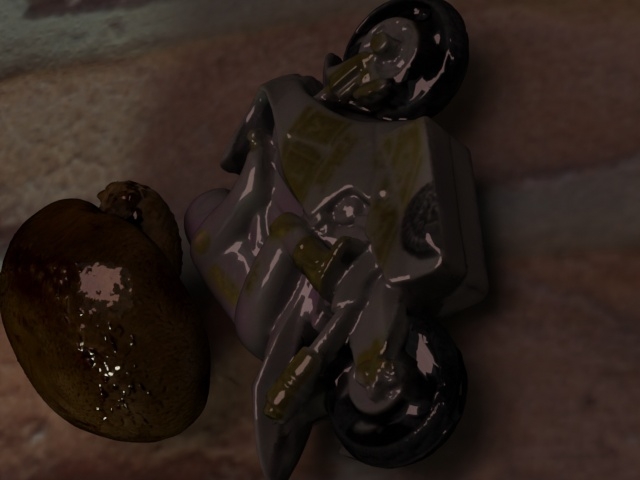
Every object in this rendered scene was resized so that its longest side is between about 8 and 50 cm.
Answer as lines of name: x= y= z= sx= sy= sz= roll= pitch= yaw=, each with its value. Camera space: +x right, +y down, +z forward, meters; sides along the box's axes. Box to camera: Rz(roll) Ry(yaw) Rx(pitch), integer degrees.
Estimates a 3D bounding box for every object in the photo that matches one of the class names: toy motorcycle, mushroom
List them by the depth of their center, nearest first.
toy motorcycle: x=0.000 y=0.000 z=0.827 sx=0.152 sy=0.073 sz=0.225 roll=-16 pitch=59 yaw=32
mushroom: x=-0.094 y=0.037 z=0.851 sx=0.087 sy=0.127 sz=0.127 roll=-25 pitch=45 yaw=-24
